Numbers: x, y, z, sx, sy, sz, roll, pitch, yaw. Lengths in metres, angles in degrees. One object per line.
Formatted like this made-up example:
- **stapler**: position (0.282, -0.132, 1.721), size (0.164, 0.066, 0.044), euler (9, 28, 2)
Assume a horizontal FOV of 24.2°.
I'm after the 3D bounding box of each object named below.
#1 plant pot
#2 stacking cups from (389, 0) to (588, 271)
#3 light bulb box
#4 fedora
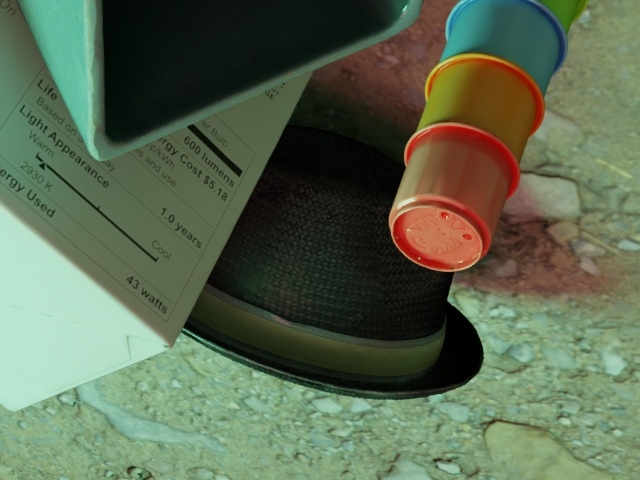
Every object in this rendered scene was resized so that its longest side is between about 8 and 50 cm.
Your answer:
- **plant pot**: position (-0.091, -0.251, 0.912), size (0.252, 0.247, 0.247), euler (54, 157, 25)
- **stacking cups**: position (0.112, -0.111, 0.992), size (0.096, 0.316, 0.096), euler (16, 143, 12)
- **light bulb box**: position (-0.223, -0.135, 1.101), size (0.358, 0.361, 0.225), euler (43, 140, -22)
- **fedora**: position (0.000, 0.000, 1.272), size (0.334, 0.334, 0.153), euler (21, 111, 4)
